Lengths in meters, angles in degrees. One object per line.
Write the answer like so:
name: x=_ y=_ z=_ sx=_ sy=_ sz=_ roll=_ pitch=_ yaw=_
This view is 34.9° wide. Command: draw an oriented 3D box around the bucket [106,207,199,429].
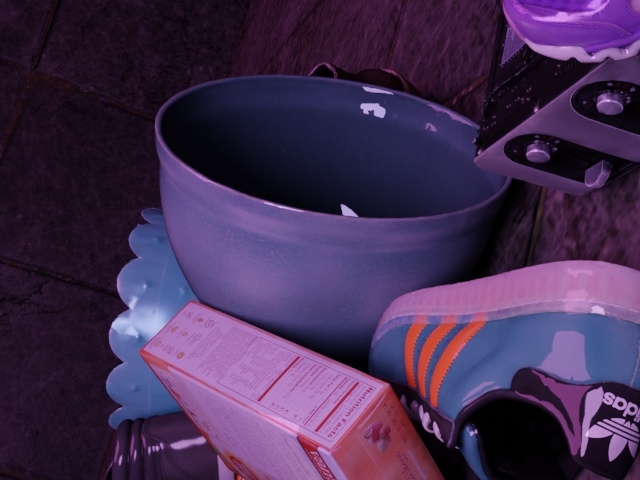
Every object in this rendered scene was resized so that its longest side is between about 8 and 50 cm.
bucket: x=-0.133 y=0.104 z=1.209 sx=0.281 sy=0.183 sz=0.281 roll=6 pitch=-90 yaw=-89

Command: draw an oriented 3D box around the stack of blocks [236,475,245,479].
stack of blocks: x=-0.012 y=0.222 z=0.950 sx=0.297 sy=0.087 sz=0.171 roll=-91 pitch=25 yaw=-53

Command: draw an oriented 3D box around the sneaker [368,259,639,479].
sneaker: x=0.103 y=0.100 z=0.660 sx=0.302 sy=0.108 sz=0.121 roll=-32 pitch=37 yaw=65

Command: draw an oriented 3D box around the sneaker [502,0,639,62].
sneaker: x=0.191 y=-0.175 z=0.495 sx=0.236 sy=0.104 sz=0.095 roll=-23 pitch=58 yaw=22

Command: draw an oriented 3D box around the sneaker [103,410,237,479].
sneaker: x=-0.161 y=0.300 z=1.126 sx=0.105 sy=0.146 sz=0.296 roll=-89 pitch=0 yaw=-60

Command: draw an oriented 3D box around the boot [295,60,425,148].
boot: x=-0.002 y=-0.081 z=1.095 sx=0.090 sy=0.206 sz=0.248 roll=42 pitch=113 yaw=25

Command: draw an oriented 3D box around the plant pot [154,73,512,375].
plant pot: x=0.000 y=0.000 z=0.874 sx=0.293 sy=0.293 sz=0.196 roll=-100 pitch=16 yaw=-62

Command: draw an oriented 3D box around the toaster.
toaster: x=0.187 y=-0.135 z=0.656 sx=0.168 sy=0.110 sz=0.186 roll=141 pitch=145 yaw=-61

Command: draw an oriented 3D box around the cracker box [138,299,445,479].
cracker box: x=-0.017 y=0.143 z=0.758 sx=0.067 sy=0.156 sz=0.232 roll=-45 pitch=37 yaw=-22
